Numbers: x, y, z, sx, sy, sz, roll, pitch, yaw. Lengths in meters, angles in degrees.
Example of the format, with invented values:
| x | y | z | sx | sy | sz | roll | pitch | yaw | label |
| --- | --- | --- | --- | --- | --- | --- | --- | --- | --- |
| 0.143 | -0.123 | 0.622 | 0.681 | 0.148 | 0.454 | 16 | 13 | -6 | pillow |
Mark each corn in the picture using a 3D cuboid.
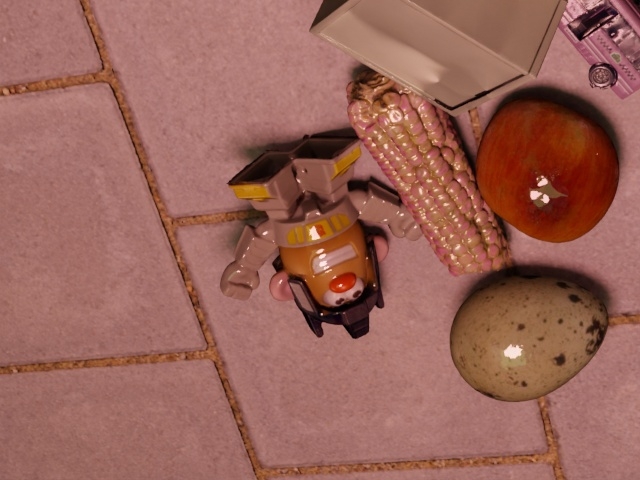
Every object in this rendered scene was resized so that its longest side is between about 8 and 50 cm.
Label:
| x | y | z | sx | sy | sz | roll | pitch | yaw | label |
| --- | --- | --- | --- | --- | --- | --- | --- | --- | --- |
| 0.151 | -0.096 | 2.005 | 0.127 | 0.126 | 0.335 | -20 | 120 | 25 | corn |

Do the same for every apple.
| x | y | z | sx | sy | sz | roll | pitch | yaw | label |
| --- | --- | --- | --- | --- | --- | --- | --- | --- | --- |
| 0.302 | -0.093 | 1.957 | 0.195 | 0.160 | 0.173 | 24 | 105 | -10 | apple |

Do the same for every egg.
| x | y | z | sx | sy | sz | roll | pitch | yaw | label |
| --- | --- | --- | --- | --- | --- | --- | --- | --- | --- |
| 0.294 | 0.133 | 2.087 | 0.228 | 0.177 | 0.177 | -20 | 117 | 13 | egg |

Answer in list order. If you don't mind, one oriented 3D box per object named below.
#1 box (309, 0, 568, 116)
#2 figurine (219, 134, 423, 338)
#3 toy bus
| x | y | z | sx | sy | sz | roll | pitch | yaw | label |
| --- | --- | --- | --- | --- | --- | --- | --- | --- | --- |
| 0.140 | -0.276 | 1.793 | 0.225 | 0.117 | 0.225 | 29 | 164 | -15 | box |
| 0.003 | -0.002 | 2.086 | 0.309 | 0.143 | 0.308 | 3 | 122 | 5 | figurine |
| 0.350 | -0.280 | 1.839 | 0.108 | 0.096 | 0.199 | -32 | 111 | 31 | toy bus |
